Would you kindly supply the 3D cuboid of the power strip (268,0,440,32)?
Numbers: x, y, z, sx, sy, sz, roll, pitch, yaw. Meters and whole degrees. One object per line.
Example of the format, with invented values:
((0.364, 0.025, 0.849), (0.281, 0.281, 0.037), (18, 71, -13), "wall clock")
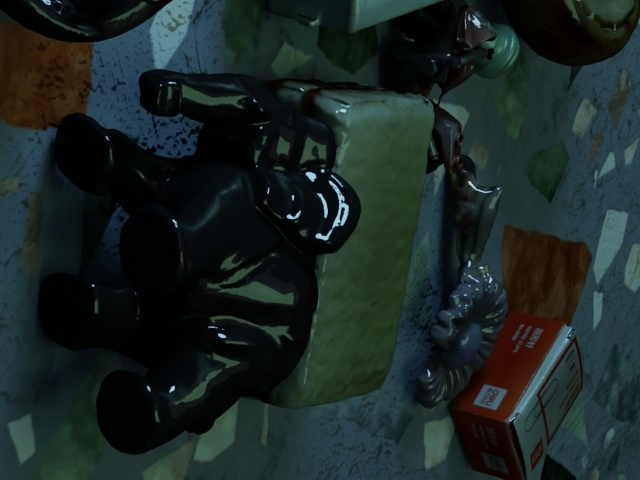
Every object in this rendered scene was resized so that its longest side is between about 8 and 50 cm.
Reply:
((0.086, -0.274, 1.786), (0.367, 0.106, 0.043), (-27, 128, -51), "power strip")

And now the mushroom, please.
((0.303, -0.335, 2.059), (0.253, 0.153, 0.253), (-21, 117, -50), "mushroom")

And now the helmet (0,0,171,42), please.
((-0.200, -0.273, 1.308), (0.198, 0.154, 0.253), (-34, 111, -23), "helmet")

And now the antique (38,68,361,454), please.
((-0.102, 0.009, 1.527), (0.255, 0.185, 0.322), (-8, 107, -49), "antique")

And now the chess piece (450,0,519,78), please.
((0.176, -0.235, 1.984), (0.103, 0.067, 0.067), (36, 70, -46), "chess piece")

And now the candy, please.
((0.000, 0.000, 1.718), (0.179, 0.135, 0.321), (2, 98, -56), "candy")

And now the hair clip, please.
((0.174, 0.051, 2.062), (0.173, 0.069, 0.300), (-14, 112, -55), "hair clip")

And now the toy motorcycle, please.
((0.130, -0.170, 1.875), (0.084, 0.118, 0.212), (-27, 122, -57), "toy motorcycle")

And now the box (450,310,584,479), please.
((0.256, 0.198, 2.208), (0.182, 0.099, 0.133), (-52, 141, -34), "box")
